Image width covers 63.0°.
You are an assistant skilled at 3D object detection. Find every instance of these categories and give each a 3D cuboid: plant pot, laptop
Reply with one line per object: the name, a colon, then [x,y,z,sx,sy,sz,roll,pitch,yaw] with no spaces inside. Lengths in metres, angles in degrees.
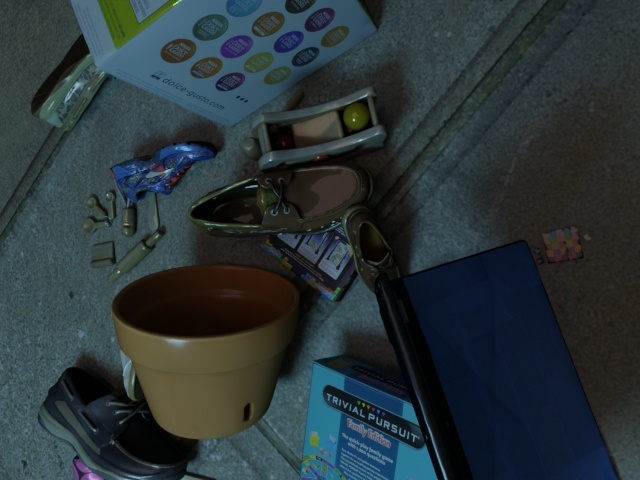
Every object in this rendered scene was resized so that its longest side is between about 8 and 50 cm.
plant pot: [-0.179,0.181,0.863,0.291,0.291,0.203,9,109,22]
laptop: [0.232,0.191,0.578,0.236,0.408,0.381,-19,82,5]

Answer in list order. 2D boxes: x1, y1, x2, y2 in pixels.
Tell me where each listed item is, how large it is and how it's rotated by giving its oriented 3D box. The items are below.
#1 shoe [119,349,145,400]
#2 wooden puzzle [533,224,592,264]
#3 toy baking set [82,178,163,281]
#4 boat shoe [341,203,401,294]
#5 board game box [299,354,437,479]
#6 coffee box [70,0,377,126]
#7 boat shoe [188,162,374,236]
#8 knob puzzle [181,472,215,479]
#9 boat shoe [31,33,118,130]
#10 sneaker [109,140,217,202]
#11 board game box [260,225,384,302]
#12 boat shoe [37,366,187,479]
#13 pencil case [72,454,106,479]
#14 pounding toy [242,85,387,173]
shoe: [-0.350,0.201,1.027,0.058,0.076,0.219,6,84,26]
wooden puzzle: [0.357,0.006,0.772,0.083,0.006,0.049,-11,85,22]
toy baking set: [-0.407,-0.042,1.075,0.256,0.030,0.196,-35,77,18]
boat shoe: [0.085,0.030,0.815,0.064,0.060,0.178,-27,114,-3]
board game box: [0.083,0.375,0.789,0.254,0.079,0.336,11,96,44]
coffee box: [-0.162,-0.439,0.814,0.334,0.338,0.338,-27,79,19]
boat shoe: [-0.068,-0.057,0.844,0.307,0.104,0.110,-15,81,21]
knob puzzle: [-0.287,0.551,1.018,0.213,0.030,0.213,0,89,22]
boat shoe: [-0.484,-0.351,1.091,0.285,0.089,0.104,-39,49,15]
sneaker: [-0.294,-0.135,1.010,0.221,0.083,0.087,-16,101,18]
board game box: [0.000,0.000,0.898,0.170,0.048,0.141,37,101,19]
boat shoe: [-0.407,0.354,1.016,0.355,0.132,0.130,18,95,21]
pencil case: [-0.440,0.525,1.052,0.098,0.095,0.209,-9,88,5]
pounding toy: [-0.033,-0.199,0.856,0.270,0.154,0.154,-15,84,21]
